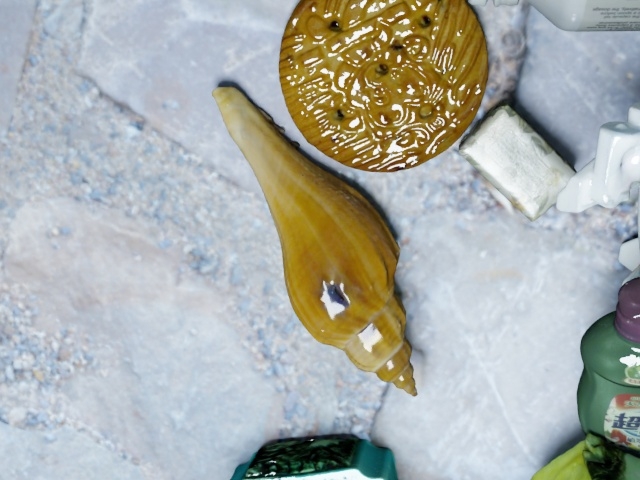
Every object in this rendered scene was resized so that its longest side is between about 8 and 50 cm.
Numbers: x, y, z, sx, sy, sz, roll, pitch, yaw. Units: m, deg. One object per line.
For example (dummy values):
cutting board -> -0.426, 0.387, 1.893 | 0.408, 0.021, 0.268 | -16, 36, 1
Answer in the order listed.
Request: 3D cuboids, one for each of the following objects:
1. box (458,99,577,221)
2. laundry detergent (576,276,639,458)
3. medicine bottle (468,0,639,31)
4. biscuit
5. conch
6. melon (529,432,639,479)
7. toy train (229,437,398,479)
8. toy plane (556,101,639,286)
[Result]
box -> 0.174, -0.070, 0.817 | 0.098, 0.045, 0.062 | 41, 106, -5
laundry detergent -> 0.288, 0.109, 0.780 | 0.144, 0.078, 0.221 | -6, 135, 14
medicine bottle -> 0.225, -0.232, 0.724 | 0.215, 0.135, 0.135 | 1, 104, 7
biscuit -> 0.054, -0.151, 0.820 | 0.188, 0.027, 0.187 | 2, 105, 6
conch -> -0.001, 0.002, 0.831 | 0.109, 0.093, 0.330 | -30, 98, 20
melon -> 0.192, 0.355, 0.815 | 0.331, 0.226, 0.343 | 7, 128, -35
toy train -> -0.007, 0.275, 0.897 | 0.198, 0.107, 0.154 | -8, 95, 8
toy plane -> 0.300, -0.056, 0.748 | 0.245, 0.117, 0.244 | -12, 121, -20
